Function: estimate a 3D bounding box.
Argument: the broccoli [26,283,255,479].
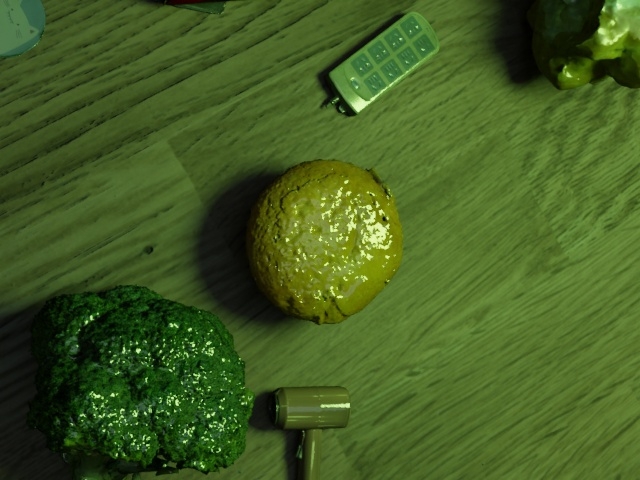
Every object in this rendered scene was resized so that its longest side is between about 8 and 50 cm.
[{"bbox_3d":[-0.234,0.207,1.034,0.321,0.304,0.284,24,112,-14],"label":"broccoli"}]

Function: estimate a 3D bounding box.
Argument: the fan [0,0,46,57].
[{"bbox_3d":[-0.458,-0.291,1.084,0.175,0.005,0.113,-26,97,-17],"label":"fan"}]

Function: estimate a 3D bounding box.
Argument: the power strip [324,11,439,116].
[{"bbox_3d":[0.094,-0.273,1.258,0.227,0.029,0.080,-40,101,-15],"label":"power strip"}]

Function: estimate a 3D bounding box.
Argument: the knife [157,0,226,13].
[{"bbox_3d":[-0.250,-0.384,1.150,0.245,0.019,0.072,13,85,-20],"label":"knife"}]

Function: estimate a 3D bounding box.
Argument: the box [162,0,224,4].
[{"bbox_3d":[-0.087,-0.456,1.163,0.313,0.089,0.198,-11,93,-21],"label":"box"}]

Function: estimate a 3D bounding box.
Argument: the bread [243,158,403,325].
[{"bbox_3d":[-0.001,0.001,1.163,0.239,0.139,0.240,0,89,-19],"label":"bread"}]

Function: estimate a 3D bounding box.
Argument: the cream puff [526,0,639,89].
[{"bbox_3d":[0.477,-0.399,1.262,0.274,0.270,0.324,0,97,-1],"label":"cream puff"}]

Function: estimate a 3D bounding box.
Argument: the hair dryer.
[{"bbox_3d":[-0.019,0.307,1.197,0.117,0.064,0.182,2,94,-18],"label":"hair dryer"}]
